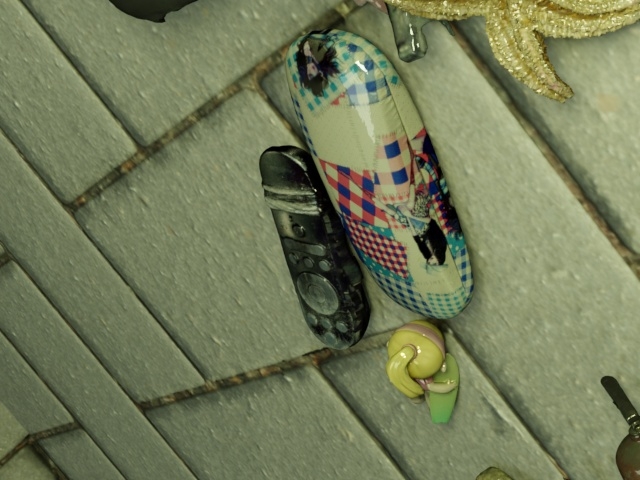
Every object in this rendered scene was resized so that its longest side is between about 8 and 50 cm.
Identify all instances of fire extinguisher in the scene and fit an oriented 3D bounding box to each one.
[{"bbox_3d":[0.343,0.250,1.439,0.267,0.072,0.089,59,-176,-21],"label":"fire extinguisher"}]

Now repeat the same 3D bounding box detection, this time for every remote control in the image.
[{"bbox_3d":[0.000,0.000,1.616,0.090,0.066,0.266,8,131,32],"label":"remote control"}]

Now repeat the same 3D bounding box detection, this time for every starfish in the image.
[{"bbox_3d":[0.134,-0.207,1.140,0.240,0.043,0.227,6,121,31],"label":"starfish"}]

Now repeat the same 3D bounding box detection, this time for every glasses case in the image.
[{"bbox_3d":[0.059,-0.058,1.423,0.125,0.076,0.327,17,140,47],"label":"glasses case"}]

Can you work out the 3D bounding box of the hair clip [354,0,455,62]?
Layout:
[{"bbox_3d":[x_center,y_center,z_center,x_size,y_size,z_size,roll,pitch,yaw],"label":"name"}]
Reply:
[{"bbox_3d":[0.047,-0.238,1.243,0.187,0.056,0.146,58,153,-1],"label":"hair clip"}]

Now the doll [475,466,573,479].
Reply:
[{"bbox_3d":[0.279,0.315,1.608,0.286,0.091,0.202,42,145,30],"label":"doll"}]

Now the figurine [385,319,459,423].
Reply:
[{"bbox_3d":[0.109,0.151,1.640,0.083,0.083,0.187,35,160,23],"label":"figurine"}]

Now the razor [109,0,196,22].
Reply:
[{"bbox_3d":[-0.215,-0.363,1.374,0.204,0.113,0.349,-4,124,54],"label":"razor"}]
